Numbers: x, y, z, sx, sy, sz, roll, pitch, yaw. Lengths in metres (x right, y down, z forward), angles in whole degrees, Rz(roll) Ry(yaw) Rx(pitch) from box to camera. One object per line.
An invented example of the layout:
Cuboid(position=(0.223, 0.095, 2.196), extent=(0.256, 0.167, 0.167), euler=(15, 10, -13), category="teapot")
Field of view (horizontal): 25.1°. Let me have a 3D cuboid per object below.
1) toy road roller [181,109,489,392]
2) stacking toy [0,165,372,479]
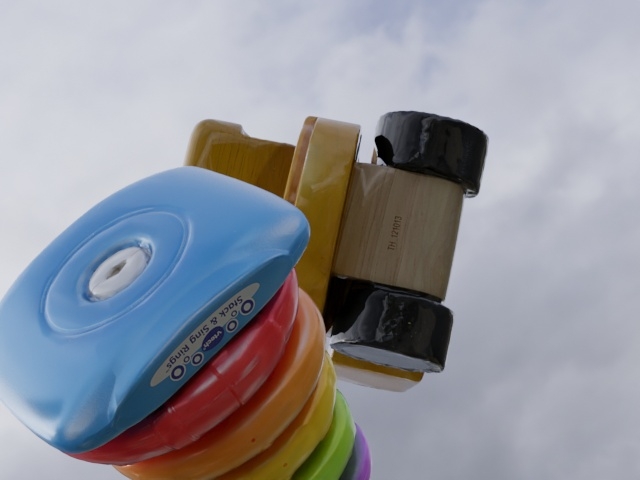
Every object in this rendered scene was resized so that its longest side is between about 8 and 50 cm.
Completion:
Cuboid(position=(0.000, 0.000, 1.231), extent=(0.329, 0.240, 0.202), euler=(91, -169, -79), category="toy road roller")
Cuboid(position=(-0.036, 0.120, 0.822), extent=(0.175, 0.165, 0.302), euler=(-43, -56, -15), category="stacking toy")
